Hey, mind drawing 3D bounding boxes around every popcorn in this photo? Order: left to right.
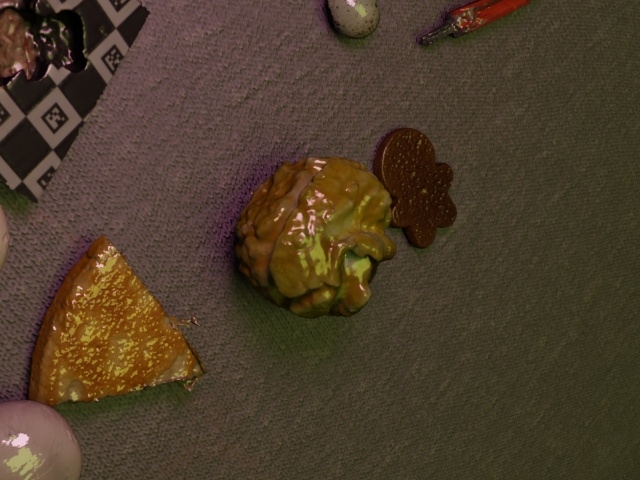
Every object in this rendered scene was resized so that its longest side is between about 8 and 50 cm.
[{"bbox_3d":[-0.002,-0.009,1.586,0.247,0.282,0.282,32,78,-25],"label":"popcorn"}]

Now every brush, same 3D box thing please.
[{"bbox_3d":[0.311,-0.442,1.872,0.323,0.070,0.051,-32,113,-29],"label":"brush"}]

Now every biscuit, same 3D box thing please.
[{"bbox_3d":[0.178,-0.104,1.850,0.180,0.039,0.236,-39,119,-24],"label":"biscuit"}]

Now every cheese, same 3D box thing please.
[{"bbox_3d":[-0.431,0.312,1.365,0.189,0.154,0.198,-23,117,-31],"label":"cheese"}]

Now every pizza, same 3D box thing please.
[{"bbox_3d":[-0.299,0.170,1.501,0.288,0.075,0.280,33,83,-35],"label":"pizza"}]

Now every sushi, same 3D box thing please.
[{"bbox_3d":[-0.427,-0.270,1.303,0.320,0.069,0.339,38,74,-45],"label":"sushi"}]

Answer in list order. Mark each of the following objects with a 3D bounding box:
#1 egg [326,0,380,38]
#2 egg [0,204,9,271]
[{"bbox_3d":[0.053,-0.394,1.665,0.110,0.085,0.085,40,73,-29],"label":"egg"},{"bbox_3d":[-0.528,-0.003,1.222,0.286,0.174,0.264,-5,98,-34],"label":"egg"}]
